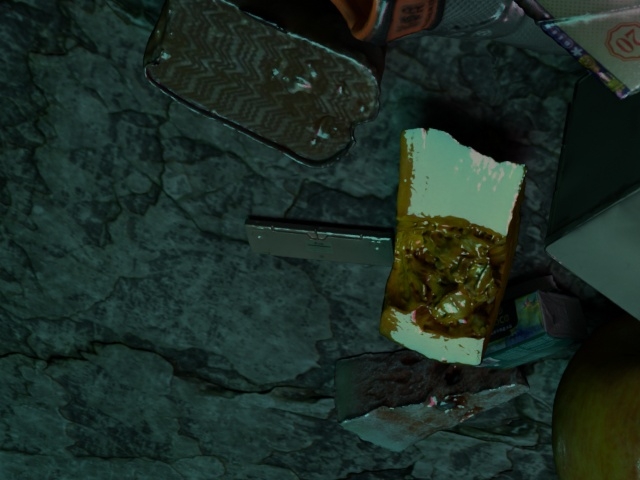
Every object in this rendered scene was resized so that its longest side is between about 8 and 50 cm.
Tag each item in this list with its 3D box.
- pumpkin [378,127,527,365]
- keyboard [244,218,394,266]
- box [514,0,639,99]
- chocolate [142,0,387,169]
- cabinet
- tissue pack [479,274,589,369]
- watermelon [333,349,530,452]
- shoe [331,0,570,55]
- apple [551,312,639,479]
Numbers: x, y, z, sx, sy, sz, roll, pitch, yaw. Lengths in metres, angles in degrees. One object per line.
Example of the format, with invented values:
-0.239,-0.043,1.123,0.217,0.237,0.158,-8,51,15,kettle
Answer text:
0.132,-0.011,1.243,0.131,0.126,0.247,18,121,12,pumpkin
0.000,0.000,1.369,0.166,0.017,0.055,5,142,14,keyboard
0.148,-0.270,0.881,0.310,0.198,0.084,37,135,-20,box
-0.045,-0.170,1.140,0.214,0.093,0.148,25,140,-7,chocolate
0.298,-0.058,1.051,0.145,0.206,0.150,34,137,-18,cabinet
0.214,0.087,1.347,0.085,0.079,0.111,11,152,-44,tissue pack
0.146,0.185,1.479,0.241,0.094,0.154,-24,132,35,watermelon
0.087,-0.212,0.986,0.337,0.171,0.132,23,138,-5,shoe
0.359,0.185,1.261,0.264,0.264,0.264,10,138,9,apple
